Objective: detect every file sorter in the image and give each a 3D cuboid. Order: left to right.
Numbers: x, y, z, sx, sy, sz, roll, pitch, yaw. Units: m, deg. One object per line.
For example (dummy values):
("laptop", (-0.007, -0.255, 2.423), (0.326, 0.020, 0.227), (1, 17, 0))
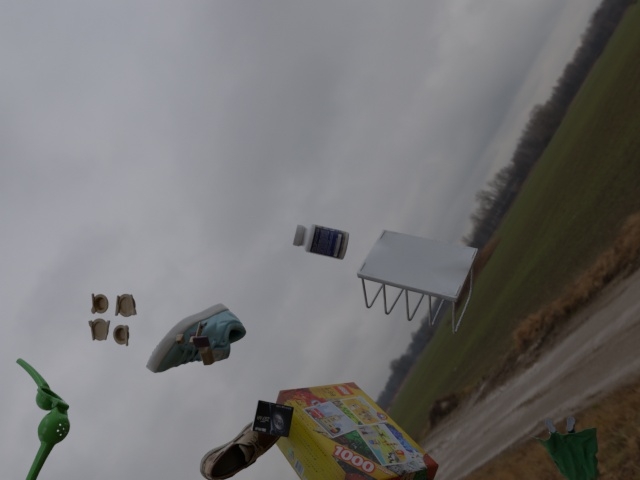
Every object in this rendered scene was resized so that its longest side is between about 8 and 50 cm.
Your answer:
("file sorter", (0.273, 0.117, 1.443), (0.193, 0.278, 0.173), (-53, -34, -39))

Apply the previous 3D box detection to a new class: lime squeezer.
("lime squeezer", (-0.512, 0.327, 0.950), (0.110, 0.310, 0.059), (-41, -40, 17))

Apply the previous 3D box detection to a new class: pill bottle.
("pill bottle", (0.000, 0.000, 1.643), (0.094, 0.169, 0.094), (-167, 90, -86))

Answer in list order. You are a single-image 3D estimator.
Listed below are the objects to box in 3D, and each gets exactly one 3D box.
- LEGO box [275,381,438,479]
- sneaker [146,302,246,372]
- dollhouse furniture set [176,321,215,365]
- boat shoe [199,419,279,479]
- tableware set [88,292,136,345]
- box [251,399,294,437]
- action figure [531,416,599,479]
("LEGO box", (0.099, 0.741, 1.840), (0.372, 0.500, 0.193), (5, -72, -36))
("sneaker", (-0.343, 0.302, 1.519), (0.366, 0.150, 0.135), (-33, -27, -58))
("dollhouse furniture set", (-0.341, 0.289, 1.441), (0.081, 0.091, 0.114), (-90, -7, -58))
("boat shoe", (-0.250, 0.714, 1.754), (0.324, 0.123, 0.116), (-31, 3, -25))
("tableware set", (-0.579, 0.215, 1.425), (0.020, 0.169, 0.141), (0, -89, -70))
("box", (-0.107, 0.398, 1.149), (0.018, 0.083, 0.067), (128, 156, -66))
("action figure", (0.585, 0.497, 1.185), (0.232, 0.137, 0.063), (59, -148, -27))
